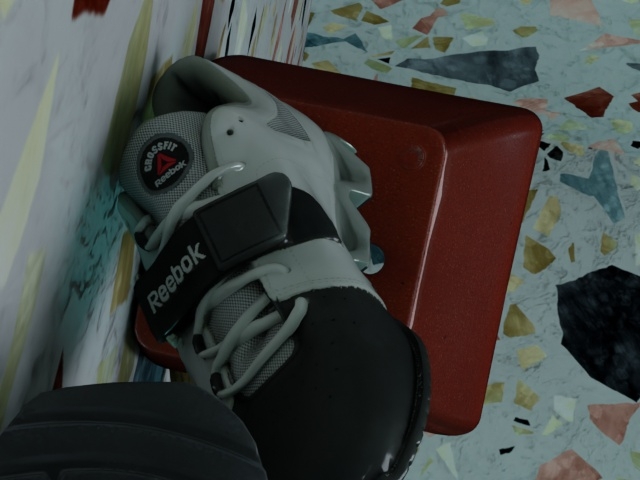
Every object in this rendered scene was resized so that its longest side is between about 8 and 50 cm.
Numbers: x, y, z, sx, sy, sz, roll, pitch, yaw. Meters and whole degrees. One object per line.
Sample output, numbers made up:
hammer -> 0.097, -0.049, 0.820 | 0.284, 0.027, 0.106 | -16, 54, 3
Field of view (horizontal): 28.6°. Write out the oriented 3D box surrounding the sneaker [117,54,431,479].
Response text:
sneaker -> -0.044, 0.015, 0.624 | 0.122, 0.146, 0.330 | -42, -151, 16

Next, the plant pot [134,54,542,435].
plant pot -> 0.000, 0.000, 0.916 | 0.236, 0.267, 0.267 | 3, 99, -78

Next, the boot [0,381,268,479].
boot -> -0.116, 0.307, 0.567 | 0.445, 0.146, 0.367 | 112, -7, -60

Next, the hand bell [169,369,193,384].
hand bell -> -0.113, 0.193, 1.170 | 0.126, 0.126, 0.242 | -101, -173, -88
